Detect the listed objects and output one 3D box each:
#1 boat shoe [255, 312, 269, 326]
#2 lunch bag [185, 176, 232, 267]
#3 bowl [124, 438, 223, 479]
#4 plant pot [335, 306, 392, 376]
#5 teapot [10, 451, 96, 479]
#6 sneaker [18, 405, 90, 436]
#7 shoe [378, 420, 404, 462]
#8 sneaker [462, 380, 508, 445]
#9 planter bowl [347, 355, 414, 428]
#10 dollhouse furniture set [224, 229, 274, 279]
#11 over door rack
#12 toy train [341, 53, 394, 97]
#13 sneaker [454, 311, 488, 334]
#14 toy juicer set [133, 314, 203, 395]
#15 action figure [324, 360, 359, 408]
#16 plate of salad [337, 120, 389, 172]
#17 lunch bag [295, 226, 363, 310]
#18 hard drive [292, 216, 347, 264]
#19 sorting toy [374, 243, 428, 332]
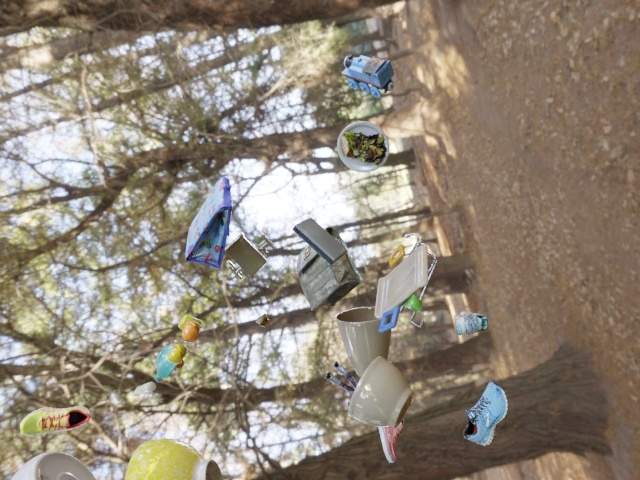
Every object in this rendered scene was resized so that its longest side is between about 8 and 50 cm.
[{"bbox_3d":[-0.224,0.320,1.812,0.045,0.050,0.135,50,178,6],"label":"boat shoe"},{"bbox_3d":[-0.393,-0.086,1.688,0.221,0.138,0.294,-107,38,-55],"label":"lunch bag"},{"bbox_3d":[-0.323,0.610,1.091,0.289,0.155,0.290,-18,-90,-88],"label":"bowl"},{"bbox_3d":[0.210,0.466,2.056,0.256,0.256,0.275,-29,-67,-78],"label":"plant pot"},{"bbox_3d":[-0.679,0.670,1.108,0.252,0.187,0.256,47,173,3],"label":"teapot"},{"bbox_3d":[-0.841,0.574,1.455,0.208,0.094,0.082,0,-100,-43],"label":"sneaker"},{"bbox_3d":[0.244,0.644,1.514,0.063,0.081,0.178,15,-120,-74],"label":"shoe"},{"bbox_3d":[0.381,0.406,1.063,0.063,0.073,0.162,-135,59,-70],"label":"sneaker"},{"bbox_3d":[0.153,0.373,1.078,0.162,0.109,0.162,-41,-36,-39],"label":"planter bowl"},{"bbox_3d":[-0.334,0.046,2.018,0.161,0.212,0.242,47,178,-14],"label":"dollhouse furniture set"},{"bbox_3d":[0.362,0.161,1.843,0.239,0.108,0.325,35,-114,-49],"label":"over door rack"},{"bbox_3d":[0.142,-0.503,1.368,0.184,0.080,0.105,35,167,36],"label":"toy train"},{"bbox_3d":[0.658,0.361,1.947,0.283,0.122,0.110,8,-106,-64],"label":"sneaker"},{"bbox_3d":[-0.497,0.412,1.533,0.089,0.329,0.209,38,162,-18],"label":"toy juicer set"},{"bbox_3d":[0.157,0.685,2.103,0.185,0.284,0.099,-52,-12,-20],"label":"action figure"},{"bbox_3d":[0.157,-0.343,1.697,0.048,0.199,0.200,-61,-43,-57],"label":"plate of salad"},{"bbox_3d":[0.014,0.114,1.954,0.168,0.235,0.287,-4,-120,-40],"label":"lunch bag"},{"bbox_3d":[0.000,0.000,1.180,0.135,0.022,0.094,43,-152,9],"label":"hard drive"},{"bbox_3d":[0.245,0.126,1.324,0.047,0.196,0.348,36,-145,-15],"label":"sorting toy"}]
